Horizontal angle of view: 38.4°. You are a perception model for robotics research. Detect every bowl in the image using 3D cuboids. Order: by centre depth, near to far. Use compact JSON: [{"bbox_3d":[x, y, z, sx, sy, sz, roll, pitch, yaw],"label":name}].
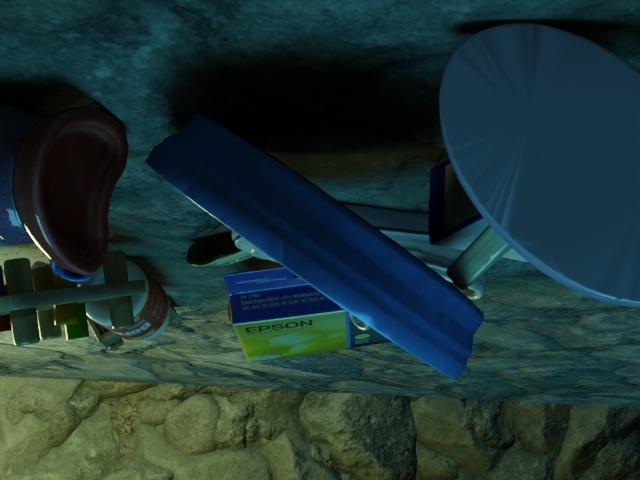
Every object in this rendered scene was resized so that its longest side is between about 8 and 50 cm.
[{"bbox_3d":[0.000,0.000,0.962,0.391,0.077,0.391,35,180,0],"label":"bowl"}]

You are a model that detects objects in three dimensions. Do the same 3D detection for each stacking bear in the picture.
[{"bbox_3d":[-0.384,-0.073,0.995,0.288,0.176,0.164,6,167,18],"label":"stacking bear"}]

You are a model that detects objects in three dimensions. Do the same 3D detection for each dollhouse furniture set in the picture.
[{"bbox_3d":[-0.398,0.132,1.888,0.151,0.123,0.144,-31,165,-7],"label":"dollhouse furniture set"}]

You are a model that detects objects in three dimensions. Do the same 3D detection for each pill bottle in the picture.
[{"bbox_3d":[-0.342,0.114,1.652,0.121,0.121,0.216,1,163,7],"label":"pill bottle"}]

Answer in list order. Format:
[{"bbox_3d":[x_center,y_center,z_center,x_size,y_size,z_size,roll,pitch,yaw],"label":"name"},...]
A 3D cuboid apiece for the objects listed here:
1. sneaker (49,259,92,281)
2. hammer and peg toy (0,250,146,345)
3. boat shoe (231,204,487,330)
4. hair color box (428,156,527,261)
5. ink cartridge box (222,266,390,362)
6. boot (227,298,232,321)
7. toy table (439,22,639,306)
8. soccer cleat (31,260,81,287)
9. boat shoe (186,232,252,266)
[{"bbox_3d":[-0.353,0.003,1.273,0.091,0.126,0.240,8,162,-15],"label":"sneaker"},{"bbox_3d":[-0.490,0.107,1.447,0.361,0.128,0.266,-11,177,34],"label":"hammer and peg toy"},{"bbox_3d":[0.056,0.045,1.287,0.366,0.157,0.136,5,163,-8],"label":"boat shoe"},{"bbox_3d":[0.316,-0.038,1.055,0.338,0.110,0.185,12,160,-22],"label":"hair color box"},{"bbox_3d":[0.002,0.123,1.587,0.303,0.072,0.307,-7,158,1],"label":"ink cartridge box"},{"bbox_3d":[-0.078,0.121,1.723,0.152,0.073,0.197,8,166,-30],"label":"boot"},{"bbox_3d":[0.217,-0.052,0.818,0.252,0.274,0.161,-31,168,1],"label":"toy table"},{"bbox_3d":[-0.488,0.089,1.705,0.095,0.083,0.248,36,163,-6],"label":"soccer cleat"},{"bbox_3d":[-0.150,0.019,1.426,0.135,0.050,0.045,-10,154,36],"label":"boat shoe"}]
